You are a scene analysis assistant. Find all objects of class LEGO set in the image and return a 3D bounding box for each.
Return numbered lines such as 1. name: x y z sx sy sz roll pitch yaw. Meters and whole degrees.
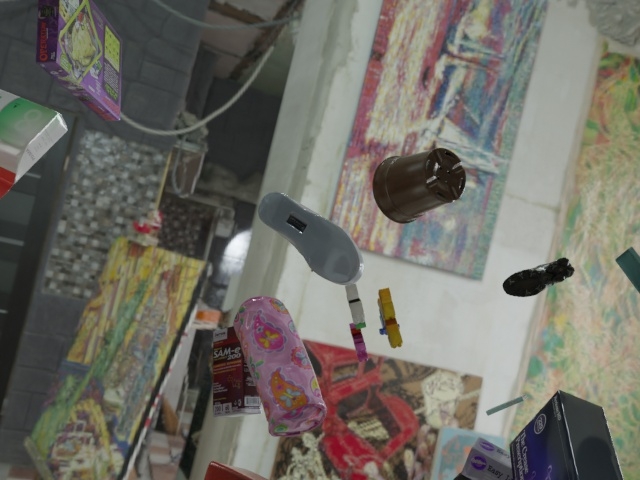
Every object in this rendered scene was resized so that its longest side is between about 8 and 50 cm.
1. LEGO set: 0.099 0.154 1.087 0.087 0.093 0.227 -14 -28 -1

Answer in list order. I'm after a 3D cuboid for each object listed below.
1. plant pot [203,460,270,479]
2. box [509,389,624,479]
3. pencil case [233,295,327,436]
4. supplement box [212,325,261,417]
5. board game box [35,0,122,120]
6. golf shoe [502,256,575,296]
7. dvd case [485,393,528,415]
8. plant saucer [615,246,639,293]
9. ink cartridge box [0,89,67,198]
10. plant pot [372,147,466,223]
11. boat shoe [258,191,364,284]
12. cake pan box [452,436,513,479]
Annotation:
1. plant pot: -0.162 0.721 1.543 0.236 0.267 0.267 9 -21 18
2. box: 0.432 0.428 1.101 0.103 0.184 0.261 25 33 -5
3. pencil case: -0.086 0.244 1.236 0.124 0.124 0.284 16 34 -40
4. supplement box: -0.232 0.361 1.725 0.130 0.239 0.073 -20 -25 38
5. board game box: -0.505 -0.408 1.334 0.056 0.208 0.347 -5 -8 0
6. golf shoe: 0.597 0.110 1.725 0.198 0.077 0.094 -17 -9 2
7. dvd case: 0.425 0.373 1.419 0.087 0.013 0.119 -29 -19 16
8. plant saucer: 0.934 0.109 1.819 0.018 0.067 0.192 8 44 -34
9. ink cartridge box: -0.602 -0.169 1.128 0.181 0.224 0.056 22 -30 20
10. plant pot: 0.234 -0.134 1.436 0.167 0.167 0.165 15 -16 -29
11. boat shoe: -0.006 0.006 1.651 0.367 0.136 0.156 35 3 33
12. cake pan box: 0.393 0.579 1.298 0.267 0.246 0.070 25 13 25
